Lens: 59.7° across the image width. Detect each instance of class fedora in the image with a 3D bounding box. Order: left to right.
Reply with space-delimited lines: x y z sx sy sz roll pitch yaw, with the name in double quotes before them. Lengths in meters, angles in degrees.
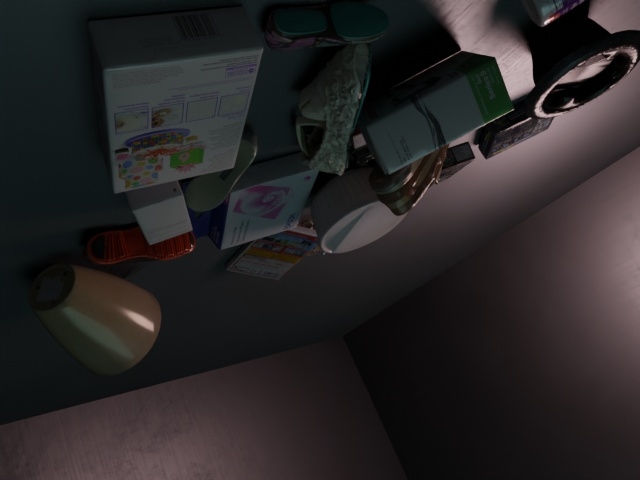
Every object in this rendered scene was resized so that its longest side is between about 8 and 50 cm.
"fedora" 0.613 -0.441 1.360 0.333 0.153 0.334 -22 161 -8

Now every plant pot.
"plant pot" -0.587 0.177 1.405 0.256 0.257 0.274 -26 146 3

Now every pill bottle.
"pill bottle" 0.491 -0.514 1.077 0.193 0.108 0.108 -31 161 17

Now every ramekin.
"ramekin" 0.096 -0.087 1.526 0.272 0.127 0.273 -23 158 -10

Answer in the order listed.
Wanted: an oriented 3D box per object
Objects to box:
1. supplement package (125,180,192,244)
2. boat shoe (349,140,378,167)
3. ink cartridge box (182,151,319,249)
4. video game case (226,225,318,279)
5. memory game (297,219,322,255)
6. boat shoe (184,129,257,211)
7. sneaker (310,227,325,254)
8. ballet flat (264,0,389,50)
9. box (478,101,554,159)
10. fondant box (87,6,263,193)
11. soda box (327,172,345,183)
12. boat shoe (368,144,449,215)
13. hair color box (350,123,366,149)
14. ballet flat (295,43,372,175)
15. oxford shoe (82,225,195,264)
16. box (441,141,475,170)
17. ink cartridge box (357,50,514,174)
"supplement package" -0.344 -0.083 1.178 0.105 0.105 0.179 -20 161 -14
"boat shoe" 0.154 -0.221 1.488 0.084 0.079 0.233 -35 161 27
"ink cartridge box" -0.187 -0.084 1.438 0.329 0.072 0.324 -19 161 -21
"video game case" -0.148 0.035 1.775 0.204 0.025 0.285 14 142 -33
"memory game" -0.058 -0.005 1.785 0.186 0.012 0.186 -4 143 -3
"boat shoe" -0.209 -0.150 1.205 0.227 0.079 0.081 -41 -161 29
"sneaker" 0.000 0.000 1.869 0.211 0.081 0.080 0 152 -39
"ballet flat" 0.007 -0.361 0.953 0.221 0.077 0.079 -13 176 -21
"box" 0.615 -0.358 1.731 0.232 0.059 0.183 -26 161 0
"fondant box" -0.248 -0.224 0.941 0.238 0.096 0.330 -16 159 -24
"soda box" 0.044 -0.128 1.632 0.060 0.053 0.169 -17 160 -23
"boat shoe" 0.225 -0.176 1.299 0.123 0.117 0.324 0 -143 47
"hair color box" 0.136 -0.281 1.354 0.141 0.043 0.072 -24 161 -1
"ballet flat" 0.014 -0.252 1.158 0.146 0.147 0.409 -21 161 -13
"oxford shoe" -0.441 0.009 1.362 0.271 0.097 0.098 -4 172 -38
"box" 0.300 -0.200 1.688 0.269 0.060 0.216 -20 174 -14
"ink cartridge box" 0.228 -0.280 1.200 0.289 0.122 0.211 -27 -158 5
